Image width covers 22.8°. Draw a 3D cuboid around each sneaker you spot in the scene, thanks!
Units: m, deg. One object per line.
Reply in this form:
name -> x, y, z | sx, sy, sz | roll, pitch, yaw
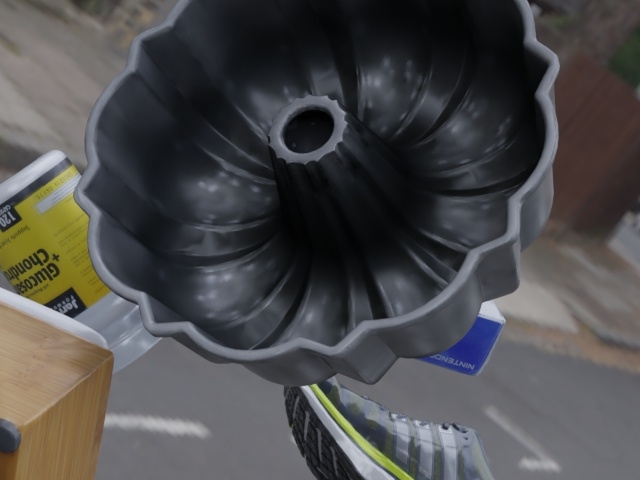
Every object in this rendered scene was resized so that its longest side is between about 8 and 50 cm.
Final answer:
sneaker -> 0.081, 0.207, 1.484 | 0.300, 0.121, 0.111 | 44, -28, 19

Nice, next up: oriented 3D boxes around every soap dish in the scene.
soap dish -> -0.280, 0.164, 1.149 | 0.229, 0.291, 0.118 | 22, 32, 13

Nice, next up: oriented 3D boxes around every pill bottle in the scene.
pill bottle -> -0.211, 0.022, 1.353 | 0.184, 0.103, 0.103 | 55, 7, -9

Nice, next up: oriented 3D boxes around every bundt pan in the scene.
bundt pan -> 0.009, -0.042, 1.067 | 0.331, 0.331, 0.124 | 44, -8, 34

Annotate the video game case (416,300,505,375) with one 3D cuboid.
video game case -> 0.000, 0.000, 1.332 | 0.269, 0.061, 0.244 | 18, 22, -14
